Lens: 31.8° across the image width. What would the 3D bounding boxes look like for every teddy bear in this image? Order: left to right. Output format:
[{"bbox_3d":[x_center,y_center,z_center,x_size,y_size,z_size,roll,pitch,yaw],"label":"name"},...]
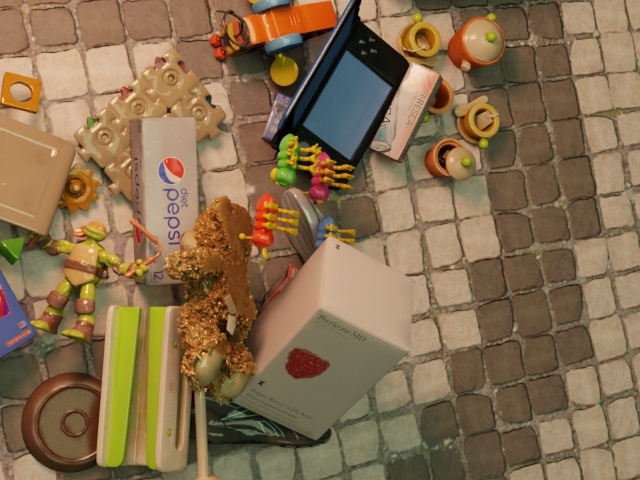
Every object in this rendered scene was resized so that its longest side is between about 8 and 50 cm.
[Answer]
[{"bbox_3d":[-0.179,0.099,1.824,0.245,0.113,0.338,8,71,-62],"label":"teddy bear"}]

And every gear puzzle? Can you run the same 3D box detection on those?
[{"bbox_3d":[-0.330,-0.167,1.965,0.339,0.044,0.175,-45,111,-16],"label":"gear puzzle"}]

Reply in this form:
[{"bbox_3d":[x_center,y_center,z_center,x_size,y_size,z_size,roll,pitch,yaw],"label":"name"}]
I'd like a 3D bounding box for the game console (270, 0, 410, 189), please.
[{"bbox_3d":[0.049,-0.261,2.009,0.250,0.173,0.293,34,81,-29],"label":"game console"}]

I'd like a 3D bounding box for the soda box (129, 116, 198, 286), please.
[{"bbox_3d":[-0.267,-0.068,1.926,0.098,0.091,0.286,-4,96,-23],"label":"soda box"}]

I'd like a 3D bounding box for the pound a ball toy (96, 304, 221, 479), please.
[{"bbox_3d":[-0.246,0.271,1.876,0.208,0.136,0.319,-1,83,22],"label":"pound a ball toy"}]

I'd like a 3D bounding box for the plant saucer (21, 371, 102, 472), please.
[{"bbox_3d":[-0.415,0.306,1.889,0.168,0.029,0.168,2,84,-20],"label":"plant saucer"}]

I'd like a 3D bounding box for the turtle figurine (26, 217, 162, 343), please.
[{"bbox_3d":[-0.411,0.052,1.877,0.270,0.087,0.217,16,79,6],"label":"turtle figurine"}]

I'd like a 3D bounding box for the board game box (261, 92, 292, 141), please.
[{"bbox_3d":[-0.054,-0.216,2.087,0.090,0.020,0.090,20,79,-19],"label":"board game box"}]

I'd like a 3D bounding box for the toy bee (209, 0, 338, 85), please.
[{"bbox_3d":[-0.116,-0.386,2.028,0.298,0.162,0.195,11,71,-45],"label":"toy bee"}]

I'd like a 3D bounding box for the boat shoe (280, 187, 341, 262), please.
[{"bbox_3d":[0.000,0.000,2.065,0.076,0.083,0.226,-31,106,-36],"label":"boat shoe"}]

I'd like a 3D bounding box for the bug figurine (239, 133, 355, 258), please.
[{"bbox_3d":[-0.032,-0.061,1.918,0.279,0.072,0.216,19,79,-57],"label":"bug figurine"}]

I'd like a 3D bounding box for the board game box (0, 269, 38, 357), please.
[{"bbox_3d":[-0.641,0.134,1.725,0.347,0.078,0.233,-34,101,-41],"label":"board game box"}]

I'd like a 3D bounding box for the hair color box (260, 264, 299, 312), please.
[{"bbox_3d":[-0.012,0.125,2.026,0.167,0.093,0.053,30,32,-15],"label":"hair color box"}]

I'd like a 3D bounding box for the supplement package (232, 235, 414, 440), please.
[{"bbox_3d":[0.004,0.169,1.902,0.177,0.293,0.175,28,39,-16],"label":"supplement package"}]

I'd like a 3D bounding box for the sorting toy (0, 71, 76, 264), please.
[{"bbox_3d":[-0.513,-0.113,1.829,0.196,0.047,0.347,24,59,-21],"label":"sorting toy"}]

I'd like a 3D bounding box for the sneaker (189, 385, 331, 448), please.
[{"bbox_3d":[-0.103,0.310,1.973,0.267,0.101,0.106,8,79,-21],"label":"sneaker"}]

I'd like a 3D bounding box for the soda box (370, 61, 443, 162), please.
[{"bbox_3d":[0.163,-0.241,2.117,0.063,0.058,0.183,27,93,12],"label":"soda box"}]

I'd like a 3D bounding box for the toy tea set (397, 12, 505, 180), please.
[{"bbox_3d":[0.274,-0.284,2.165,0.200,0.124,0.336,-9,88,-22],"label":"toy tea set"}]
